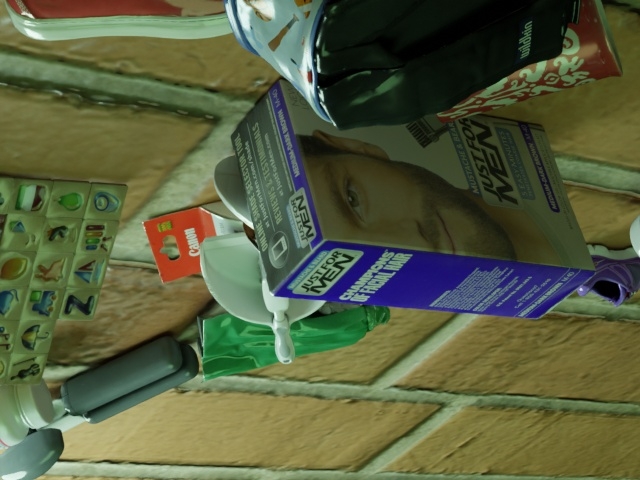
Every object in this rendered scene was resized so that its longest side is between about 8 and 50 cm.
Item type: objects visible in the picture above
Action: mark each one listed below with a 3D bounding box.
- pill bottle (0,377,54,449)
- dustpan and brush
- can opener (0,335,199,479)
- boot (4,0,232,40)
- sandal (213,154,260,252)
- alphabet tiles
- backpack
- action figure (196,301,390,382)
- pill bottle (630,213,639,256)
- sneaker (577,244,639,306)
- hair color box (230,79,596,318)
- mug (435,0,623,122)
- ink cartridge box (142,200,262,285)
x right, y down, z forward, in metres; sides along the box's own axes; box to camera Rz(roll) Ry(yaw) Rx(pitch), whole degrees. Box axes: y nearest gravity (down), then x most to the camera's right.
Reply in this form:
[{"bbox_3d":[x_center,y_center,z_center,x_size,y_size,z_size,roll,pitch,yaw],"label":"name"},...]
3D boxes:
[{"bbox_3d":[-0.399,0.208,1.874,0.160,0.087,0.087,-20,151,8],"label":"pill bottle"},{"bbox_3d":[-0.046,0.065,1.729,0.147,0.060,0.211,-7,150,0],"label":"dustpan and brush"},{"bbox_3d":[-0.273,0.213,1.933,0.283,0.095,0.076,-26,151,19],"label":"can opener"},{"bbox_3d":[-0.126,-0.237,1.214,0.244,0.088,0.176,-7,149,-7],"label":"boot"},{"bbox_3d":[0.000,0.007,1.607,0.265,0.102,0.076,26,128,-17],"label":"sandal"},{"bbox_3d":[-0.309,0.043,1.585,0.198,0.009,0.237,3,118,-31],"label":"alphabet tiles"},{"bbox_3d":[0.051,-0.222,1.142,0.263,0.213,0.276,-45,153,-21],"label":"backpack"},{"bbox_3d":[-0.029,0.104,1.890,0.232,0.063,0.137,-8,149,-12],"label":"action figure"},{"bbox_3d":[0.432,-0.043,1.795,0.112,0.112,0.186,1,147,-27],"label":"pill bottle"},{"bbox_3d":[0.374,0.051,1.978,0.170,0.071,0.068,1,148,-28],"label":"sneaker"},{"bbox_3d":[0.094,-0.035,1.573,0.339,0.185,0.110,5,145,-33],"label":"hair color box"},{"bbox_3d":[0.181,-0.167,1.460,0.169,0.113,0.150,-19,150,14],"label":"mug"},{"bbox_3d":[-0.089,0.007,1.709,0.179,0.045,0.145,-15,151,-4],"label":"ink cartridge box"}]
